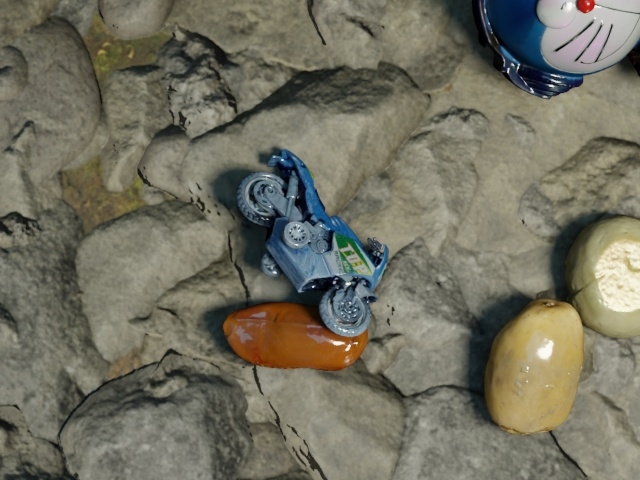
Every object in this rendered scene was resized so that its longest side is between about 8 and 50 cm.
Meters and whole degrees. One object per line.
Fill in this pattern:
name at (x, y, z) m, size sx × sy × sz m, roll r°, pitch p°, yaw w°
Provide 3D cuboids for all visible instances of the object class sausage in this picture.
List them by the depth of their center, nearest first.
sausage at (-0.031, 0.121, 1.888) m, size 0.179 × 0.089 × 0.089 m, roll 8°, pitch 87°, yaw 5°

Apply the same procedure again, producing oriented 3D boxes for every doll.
doll at (0.338, -0.306, 1.831) m, size 0.310 × 0.240 × 0.284 m, roll 3°, pitch 114°, yaw -13°

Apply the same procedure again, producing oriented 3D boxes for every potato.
potato at (0.263, 0.158, 1.863) m, size 0.109 × 0.118 × 0.178 m, roll 20°, pitch 104°, yaw 41°

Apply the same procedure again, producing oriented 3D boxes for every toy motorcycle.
toy motorcycle at (0.000, 0.000, 1.879) m, size 0.135 × 0.092 × 0.254 m, roll -29°, pitch 75°, yaw -33°

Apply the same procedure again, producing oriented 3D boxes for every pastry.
pastry at (0.379, 0.044, 1.876) m, size 0.156 × 0.092 × 0.156 m, roll 0°, pitch 92°, yaw -4°
